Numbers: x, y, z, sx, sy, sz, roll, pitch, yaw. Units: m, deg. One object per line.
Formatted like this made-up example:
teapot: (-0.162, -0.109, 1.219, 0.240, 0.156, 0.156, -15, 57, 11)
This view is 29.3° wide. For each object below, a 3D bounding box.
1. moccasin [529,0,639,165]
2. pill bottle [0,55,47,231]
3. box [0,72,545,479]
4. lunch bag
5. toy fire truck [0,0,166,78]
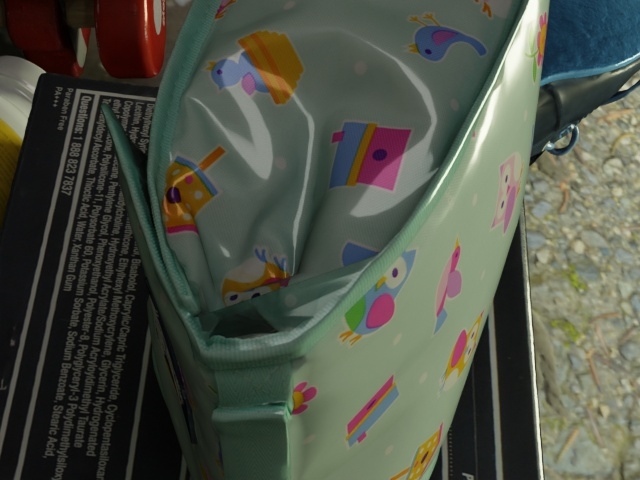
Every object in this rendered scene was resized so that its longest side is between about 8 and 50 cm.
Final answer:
moccasin: (0.142, -0.121, 1.010, 0.342, 0.117, 0.138, -25, 58, -29)
pill bottle: (-0.240, -0.037, 0.793, 0.103, 0.103, 0.184, 33, 54, 1)
box: (-0.037, 0.078, 0.717, 0.294, 0.182, 0.296, 5, 53, -2)
lunch bag: (0.000, 0.000, 0.529, 0.160, 0.223, 0.262, 13, 54, 9)
toy fire truck: (-0.202, -0.263, 0.853, 0.169, 0.302, 0.254, -1, 59, 2)
